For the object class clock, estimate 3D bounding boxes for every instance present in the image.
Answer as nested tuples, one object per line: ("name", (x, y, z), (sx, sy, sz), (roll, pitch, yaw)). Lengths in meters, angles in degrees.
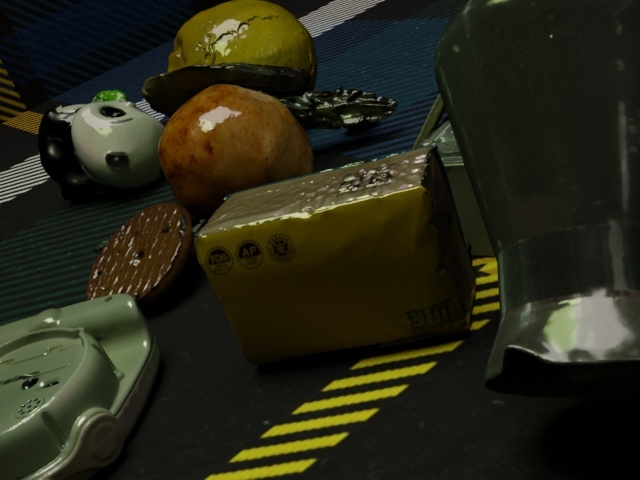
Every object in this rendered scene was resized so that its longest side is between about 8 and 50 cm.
("clock", (-0.339, 0.201, 0.969), (0.265, 0.109, 0.324), (-16, 26, 11))

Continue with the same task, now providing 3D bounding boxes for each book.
("book", (0.176, -0.193, 1.259), (0.018, 0.228, 0.322), (26, 39, 4))

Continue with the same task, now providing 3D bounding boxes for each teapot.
("teapot", (0.246, -0.044, 0.731), (0.300, 0.344, 0.253), (13, -21, -36))

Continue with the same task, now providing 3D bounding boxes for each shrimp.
("shrimp", (-0.083, -0.250, 1.440), (0.444, 0.085, 0.272), (3, -10, -4))

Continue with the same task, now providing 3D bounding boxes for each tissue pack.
("tissue pack", (0.022, 0.024, 0.943), (0.270, 0.192, 0.134), (-13, 25, 19))

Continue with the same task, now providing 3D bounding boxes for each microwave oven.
("microwave oven", (0.231, -0.102, 1.090), (0.193, 0.145, 0.240), (4, 36, 36))

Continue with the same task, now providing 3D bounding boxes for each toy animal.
("toy animal", (-0.439, -0.203, 1.723), (0.266, 0.213, 0.212), (-8, 28, 33))

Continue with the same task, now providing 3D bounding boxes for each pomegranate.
("pomegranate", (-0.133, -0.131, 1.325), (0.248, 0.248, 0.248), (-17, 26, 9))

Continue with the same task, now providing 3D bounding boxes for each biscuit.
("biscuit", (-0.271, 0.032, 1.263), (0.212, 0.036, 0.212), (-25, 41, 24))

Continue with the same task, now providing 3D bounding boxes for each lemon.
("lemon", (-0.155, -0.344, 1.699), (0.297, 0.297, 0.297), (-17, 26, 9))

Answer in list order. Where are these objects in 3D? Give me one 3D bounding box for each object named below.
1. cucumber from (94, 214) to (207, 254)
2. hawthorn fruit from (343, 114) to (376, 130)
("cucumber", (-0.260, -0.025, 1.426), (0.256, 0.043, 0.044), (-23, 46, -7))
("hawthorn fruit", (0.069, -0.241, 1.573), (0.077, 0.077, 0.077), (-17, 26, 9))
